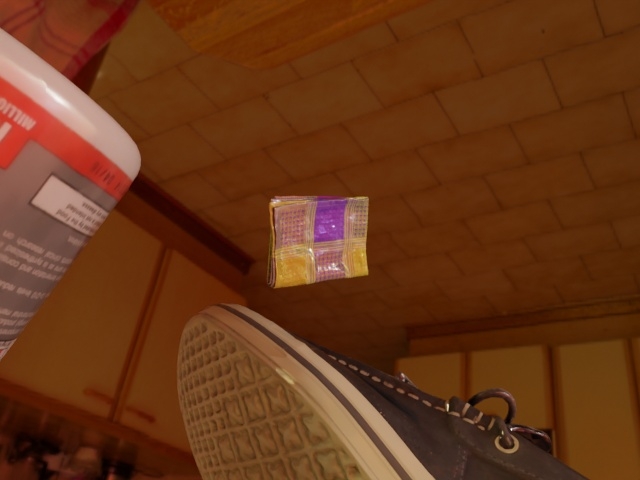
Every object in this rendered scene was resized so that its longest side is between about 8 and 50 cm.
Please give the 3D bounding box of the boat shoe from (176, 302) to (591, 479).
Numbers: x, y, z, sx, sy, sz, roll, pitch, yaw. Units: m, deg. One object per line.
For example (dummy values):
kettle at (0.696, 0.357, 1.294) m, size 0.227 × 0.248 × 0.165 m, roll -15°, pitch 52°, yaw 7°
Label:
boat shoe at (0.084, 0.198, 0.437) m, size 0.500 × 0.156 × 0.187 m, roll 29°, pitch 117°, yaw 31°

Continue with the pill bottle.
pill bottle at (-0.306, 0.026, 0.415) m, size 0.210 × 0.363 × 0.210 m, roll 32°, pitch 171°, yaw 6°

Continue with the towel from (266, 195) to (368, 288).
towel at (0.000, 0.000, 0.419) m, size 0.083 × 0.060 × 0.009 m, roll -4°, pitch -170°, yaw -35°
